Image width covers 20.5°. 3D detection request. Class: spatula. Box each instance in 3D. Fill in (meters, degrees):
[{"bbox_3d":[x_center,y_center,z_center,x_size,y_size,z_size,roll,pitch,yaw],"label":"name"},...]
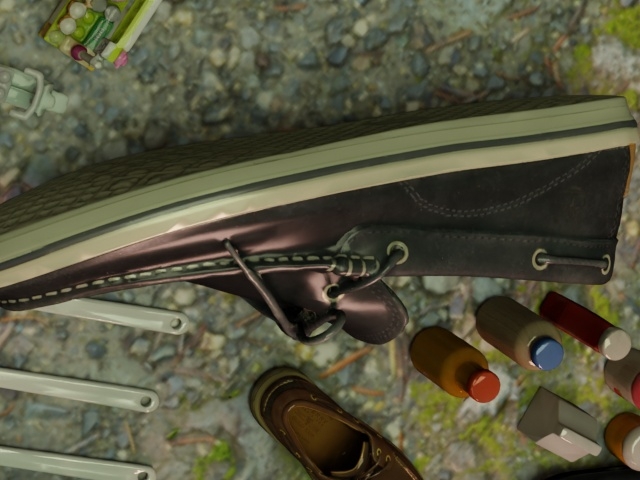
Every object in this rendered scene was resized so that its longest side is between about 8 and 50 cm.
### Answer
[{"bbox_3d":[-0.217,0.096,1.256,0.242,0.019,0.168,11,99,-21],"label":"spatula"}]

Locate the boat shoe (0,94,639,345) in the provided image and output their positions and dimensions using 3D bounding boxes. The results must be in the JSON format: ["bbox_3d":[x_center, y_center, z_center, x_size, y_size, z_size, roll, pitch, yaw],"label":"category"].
[{"bbox_3d":[0.000,0.000,1.221,0.500,0.187,0.156,-9,100,-22],"label":"boat shoe"}]

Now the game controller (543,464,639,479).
[{"bbox_3d":[0.227,0.339,1.454,0.166,0.067,0.319,-5,106,-33],"label":"game controller"}]

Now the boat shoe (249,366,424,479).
[{"bbox_3d":[0.021,0.167,1.332,0.178,0.060,0.064,42,88,-23],"label":"boat shoe"}]

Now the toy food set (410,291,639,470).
[{"bbox_3d":[0.196,0.111,1.353,0.232,0.104,0.111,29,93,-23],"label":"toy food set"}]

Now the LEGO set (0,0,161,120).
[{"bbox_3d":[-0.148,-0.214,1.155,0.132,0.107,0.287,9,100,-21],"label":"LEGO set"}]
